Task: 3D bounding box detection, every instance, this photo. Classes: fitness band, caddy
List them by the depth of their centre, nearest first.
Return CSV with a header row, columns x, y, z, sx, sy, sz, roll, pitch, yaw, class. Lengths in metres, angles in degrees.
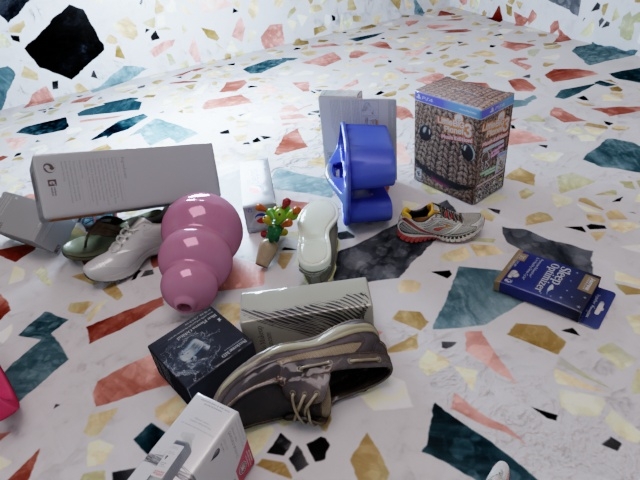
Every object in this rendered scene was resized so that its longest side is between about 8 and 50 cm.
x,y,z,sx,sy,sz,roll,pitch,yaw,class
-0.692,0.241,0.998,0.054,0.209,0.291,-34,44,-27,fitness band
0.102,-0.192,1.418,0.179,0.241,0.341,-2,36,0,caddy

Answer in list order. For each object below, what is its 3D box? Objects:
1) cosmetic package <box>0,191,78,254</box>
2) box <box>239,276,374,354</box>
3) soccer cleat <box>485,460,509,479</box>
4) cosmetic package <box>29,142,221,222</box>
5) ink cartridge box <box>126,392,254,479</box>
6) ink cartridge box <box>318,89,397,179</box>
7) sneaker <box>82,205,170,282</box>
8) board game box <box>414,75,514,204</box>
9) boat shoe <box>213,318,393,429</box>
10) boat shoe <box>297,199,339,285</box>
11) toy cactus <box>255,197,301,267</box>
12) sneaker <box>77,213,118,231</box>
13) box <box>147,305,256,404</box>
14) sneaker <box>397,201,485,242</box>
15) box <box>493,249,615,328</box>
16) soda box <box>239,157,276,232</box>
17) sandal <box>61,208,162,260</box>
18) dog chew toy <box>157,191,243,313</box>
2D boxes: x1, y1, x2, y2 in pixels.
x,y,z,sx,sy,sz,roll,pitch,yaw,class
-0.849,-0.053,1.479,0.238,0.107,0.127,10,70,27,cosmetic package
-0.027,0.161,1.073,0.275,0.113,0.094,-9,38,0,box
0.275,0.378,0.790,0.029,0.036,0.083,22,46,34,soccer cleat
-0.537,-0.161,1.399,0.453,0.161,0.230,-12,5,-30,cosmetic package
-0.206,0.377,0.773,0.092,0.159,0.218,15,42,26,ink cartridge box
0.123,-0.324,1.559,0.239,0.275,0.060,6,38,17,ink cartridge box
-0.501,0.004,1.352,0.297,0.129,0.111,-35,46,-30,sneaker
0.402,-0.291,1.452,0.141,0.291,0.232,-29,41,-27,board game box
-0.024,0.261,0.922,0.355,0.132,0.130,-23,39,-18,boat shoe
-0.005,0.000,1.301,0.109,0.091,0.305,-3,36,7,boat shoe
-0.129,-0.021,1.308,0.112,0.219,0.180,24,75,-15,toy cactus
-0.727,-0.113,1.571,0.125,0.104,0.262,-28,41,-22,sneaker
-0.234,0.238,1.021,0.156,0.093,0.158,-33,45,-31,box
0.314,-0.049,1.310,0.225,0.093,0.088,-4,37,3,sneaker
0.521,0.102,1.120,0.225,0.036,0.136,23,46,33,box
-0.189,-0.143,1.525,0.098,0.091,0.286,-10,37,-5,soda box
-0.600,-0.037,1.458,0.302,0.086,0.120,-30,42,-27,sandal
-0.301,0.035,1.231,0.206,0.207,0.332,-4,45,4,dog chew toy
